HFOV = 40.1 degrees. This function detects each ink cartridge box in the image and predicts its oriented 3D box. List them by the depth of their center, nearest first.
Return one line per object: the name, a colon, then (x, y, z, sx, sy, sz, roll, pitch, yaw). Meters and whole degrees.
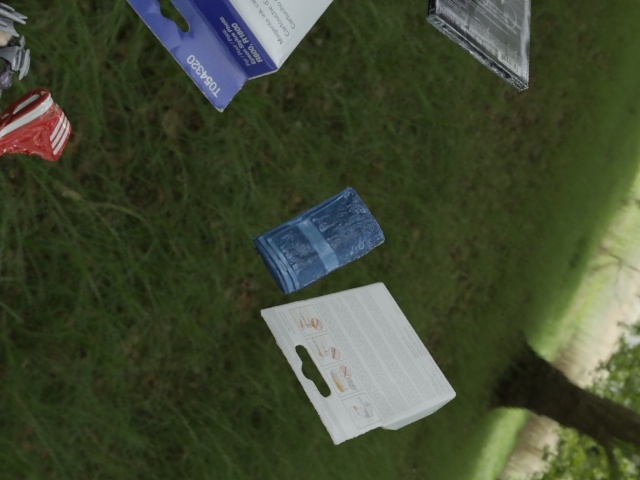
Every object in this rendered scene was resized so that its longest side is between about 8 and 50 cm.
ink cartridge box: (0.039, 0.149, 1.059, 0.225, 0.181, 0.056, -11, 151, -44)
ink cartridge box: (-0.123, -0.406, 1.220, 0.324, 0.071, 0.330, 50, 62, -34)

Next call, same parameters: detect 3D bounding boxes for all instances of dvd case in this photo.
dvd case: (0.183, -0.298, 0.984, 0.165, 0.018, 0.221, 26, 61, -36)

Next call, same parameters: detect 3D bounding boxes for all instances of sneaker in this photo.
sneaker: (-0.548, -0.166, 1.573, 0.221, 0.087, 0.128, -28, 132, 5)

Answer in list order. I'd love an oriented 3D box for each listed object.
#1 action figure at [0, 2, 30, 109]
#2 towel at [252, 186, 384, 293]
action figure: (-0.484, -0.252, 1.189, 0.099, 0.185, 0.285, -67, -174, -26)
towel: (0.000, 0.000, 0.849, 0.119, 0.067, 0.029, -28, 163, -21)
